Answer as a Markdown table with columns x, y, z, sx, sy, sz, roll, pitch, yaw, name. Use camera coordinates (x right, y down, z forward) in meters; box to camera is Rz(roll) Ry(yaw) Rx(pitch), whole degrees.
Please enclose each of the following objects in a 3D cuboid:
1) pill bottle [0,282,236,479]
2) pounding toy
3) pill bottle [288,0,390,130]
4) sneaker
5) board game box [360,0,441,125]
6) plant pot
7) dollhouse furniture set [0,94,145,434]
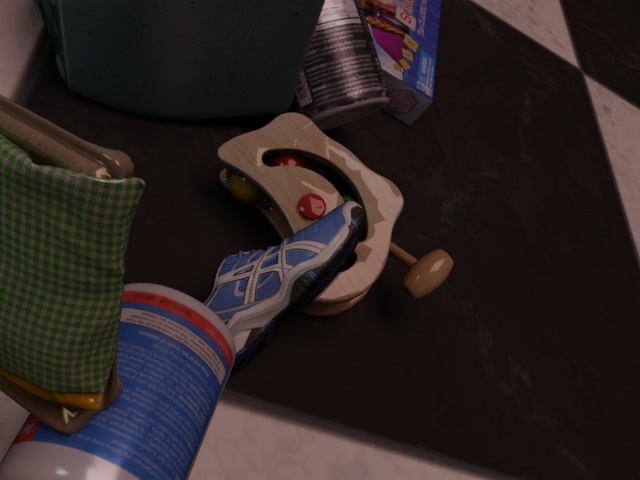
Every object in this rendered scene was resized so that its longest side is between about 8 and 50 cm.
| x | y | z | sx | sy | sz | roll | pitch | yaw | name |
| --- | --- | --- | --- | --- | --- | --- | --- | --- | --- |
| -0.152 | 0.149 | 0.492 | 0.124 | 0.124 | 0.222 | 32 | 44 | -13 | pill bottle |
| 0.000 | 0.000 | 0.758 | 0.269 | 0.155 | 0.154 | 39 | 72 | 6 | pounding toy |
| -0.008 | -0.270 | 0.856 | 0.130 | 0.130 | 0.246 | -18 | 91 | -43 | pill bottle |
| -0.046 | 0.032 | 0.628 | 0.211 | 0.080 | 0.081 | -42 | 76 | -4 | sneaker |
| 0.043 | -0.374 | 1.067 | 0.317 | 0.066 | 0.319 | 27 | 47 | -18 | board game box |
| -0.169 | -0.280 | 0.722 | 0.252 | 0.248 | 0.247 | -16 | 69 | -23 | plant pot |
| -0.267 | 0.003 | 0.387 | 0.301 | 0.198 | 0.151 | 28 | 38 | 18 | dollhouse furniture set |
